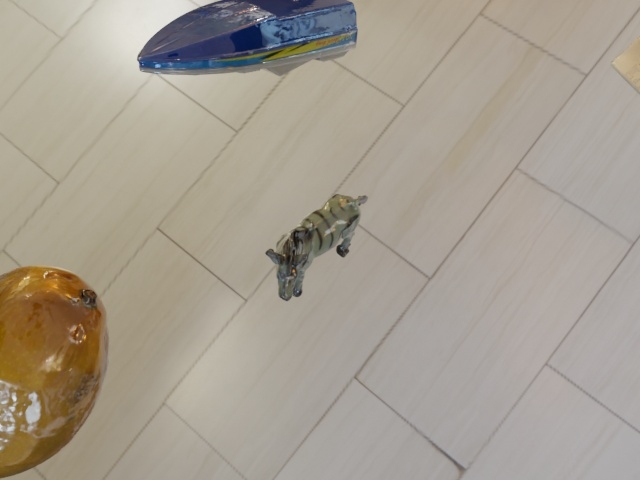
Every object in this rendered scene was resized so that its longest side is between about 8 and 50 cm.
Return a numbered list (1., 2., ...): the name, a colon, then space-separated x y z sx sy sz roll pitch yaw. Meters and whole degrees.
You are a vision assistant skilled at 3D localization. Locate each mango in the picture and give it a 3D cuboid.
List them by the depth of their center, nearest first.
1. mango: -0.352 0.165 0.754 0.187 0.144 0.359 40 118 3

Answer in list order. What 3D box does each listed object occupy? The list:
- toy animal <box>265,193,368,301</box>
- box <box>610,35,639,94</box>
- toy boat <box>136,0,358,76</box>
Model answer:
1. toy animal: -0.005 -0.003 0.881 0.073 0.176 0.217 42 66 8
2. box: 0.487 -0.229 0.780 0.212 0.095 0.168 -47 41 28
3. toy boat: -0.093 -0.237 0.790 0.129 0.088 0.295 30 40 32
